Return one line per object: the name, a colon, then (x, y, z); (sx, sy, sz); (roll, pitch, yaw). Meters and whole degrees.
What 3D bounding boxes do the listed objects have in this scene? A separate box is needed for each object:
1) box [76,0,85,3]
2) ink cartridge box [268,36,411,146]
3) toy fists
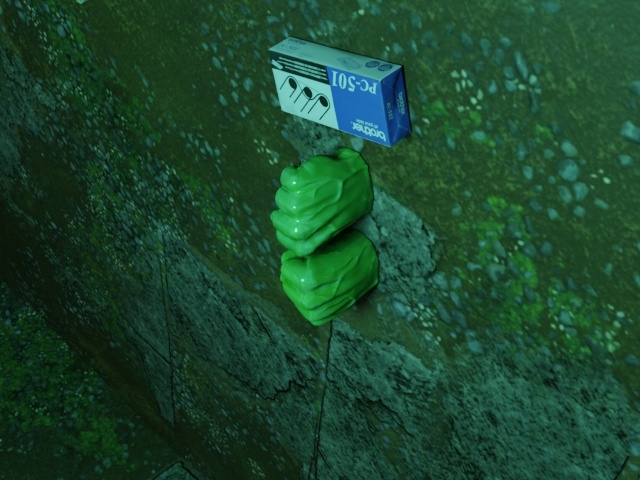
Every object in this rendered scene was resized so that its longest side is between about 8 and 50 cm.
box: (-0.361, -0.522, 1.273); (0.279, 0.177, 0.290); (49, 170, 9)
ink cartridge box: (0.023, -0.199, 1.277); (0.207, 0.046, 0.097); (24, 139, 40)
toy fists: (0.000, 0.000, 1.409); (0.096, 0.142, 0.279); (29, 141, 35)
